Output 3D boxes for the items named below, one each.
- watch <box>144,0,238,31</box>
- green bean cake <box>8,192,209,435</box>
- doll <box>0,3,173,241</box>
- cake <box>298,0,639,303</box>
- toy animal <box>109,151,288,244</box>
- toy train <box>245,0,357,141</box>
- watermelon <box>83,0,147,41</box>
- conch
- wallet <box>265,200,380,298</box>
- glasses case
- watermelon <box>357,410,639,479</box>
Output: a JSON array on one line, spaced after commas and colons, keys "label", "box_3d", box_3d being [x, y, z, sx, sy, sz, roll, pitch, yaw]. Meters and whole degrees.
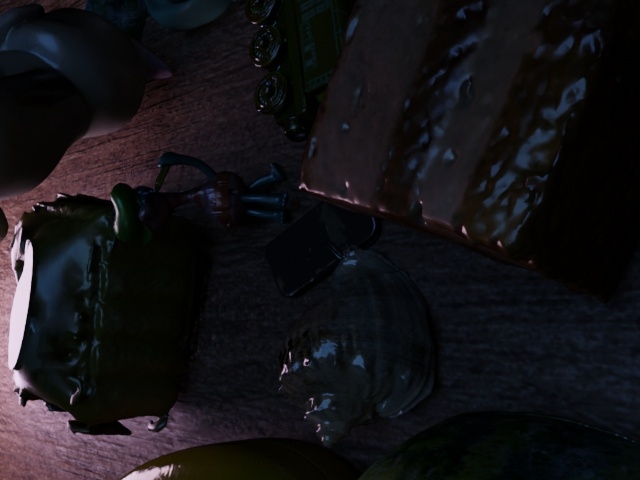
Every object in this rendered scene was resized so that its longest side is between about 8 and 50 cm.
[{"label": "watch", "box_3d": [-0.185, -0.412, 0.906, 0.195, 0.068, 0.237, -38, 57, 26]}, {"label": "green bean cake", "box_3d": [-0.329, 0.090, 0.850, 0.284, 0.202, 0.310, 5, 85, 42]}, {"label": "doll", "box_3d": [-0.410, -0.197, 0.862, 0.214, 0.226, 0.370, -4, 41, 42]}, {"label": "cake", "box_3d": [0.119, -0.091, 0.521, 0.292, 0.196, 0.199, 21, 94, 45]}, {"label": "toy animal", "box_3d": [-0.142, -0.055, 0.736, 0.100, 0.208, 0.104, -123, 29, -68]}, {"label": "toy train", "box_3d": [-0.009, -0.229, 0.712, 0.137, 0.090, 0.226, -18, 71, 33]}, {"label": "watermelon", "box_3d": [-0.337, -0.374, 1.020, 0.155, 0.101, 0.080, -54, 42, 8]}, {"label": "conch", "box_3d": [0.040, 0.106, 0.626, 0.155, 0.130, 0.207, 12, 65, 8]}, {"label": "wallet", "box_3d": [0.000, 0.000, 0.710, 0.156, 0.018, 0.082, -36, 62, 29]}, {"label": "glasses case", "box_3d": [-0.120, 0.314, 0.677, 0.371, 0.141, 0.174, -25, 67, 34]}, {"label": "watermelon", "box_3d": [0.118, 0.252, 0.473, 0.310, 0.232, 0.193, -34, 46, -22]}]
